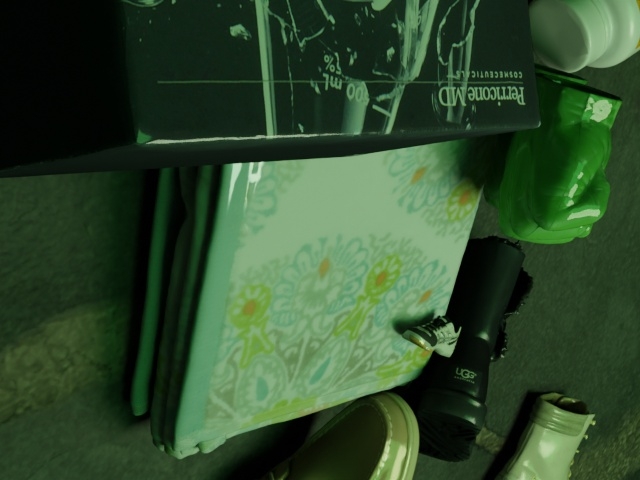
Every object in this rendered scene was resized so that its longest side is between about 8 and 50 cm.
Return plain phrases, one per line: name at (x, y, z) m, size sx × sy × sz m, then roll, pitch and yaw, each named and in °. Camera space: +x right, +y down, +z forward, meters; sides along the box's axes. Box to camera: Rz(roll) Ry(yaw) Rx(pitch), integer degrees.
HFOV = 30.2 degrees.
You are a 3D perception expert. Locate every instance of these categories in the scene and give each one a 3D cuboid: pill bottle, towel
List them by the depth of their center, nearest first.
towel at (0.000, 0.000, 1.042) m, size 0.320 × 0.090 × 0.375 m, roll -13°, pitch 128°, yaw -39°
pill bottle at (0.308, -0.254, 1.212) m, size 0.215 × 0.117 × 0.117 m, roll -34°, pitch 134°, yaw -29°

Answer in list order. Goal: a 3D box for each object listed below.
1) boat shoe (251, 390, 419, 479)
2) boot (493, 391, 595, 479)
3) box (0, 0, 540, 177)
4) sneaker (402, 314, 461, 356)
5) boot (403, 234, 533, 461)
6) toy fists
boat shoe at (-0.031, 0.287, 1.166) m, size 0.110 × 0.121 × 0.341 m, roll 28°, pitch 99°, yaw -43°
boot at (0.322, 0.292, 1.592) m, size 0.213 × 0.077 × 0.165 m, roll 19°, pitch 96°, yaw -47°
box at (-0.043, -0.207, 0.736) m, size 0.343 × 0.179 × 0.313 m, roll -8°, pitch 93°, yaw -44°
sneaker at (0.106, 0.085, 1.121) m, size 0.083 × 0.032 × 0.037 m, roll 19°, pitch 100°, yaw -60°
boot at (0.151, 0.119, 1.280) m, size 0.246 × 0.094 × 0.207 m, roll 104°, pitch 6°, yaw -68°
toy fists at (0.207, -0.078, 1.078) m, size 0.096 × 0.279 × 0.142 m, roll 15°, pitch 104°, yaw -4°
